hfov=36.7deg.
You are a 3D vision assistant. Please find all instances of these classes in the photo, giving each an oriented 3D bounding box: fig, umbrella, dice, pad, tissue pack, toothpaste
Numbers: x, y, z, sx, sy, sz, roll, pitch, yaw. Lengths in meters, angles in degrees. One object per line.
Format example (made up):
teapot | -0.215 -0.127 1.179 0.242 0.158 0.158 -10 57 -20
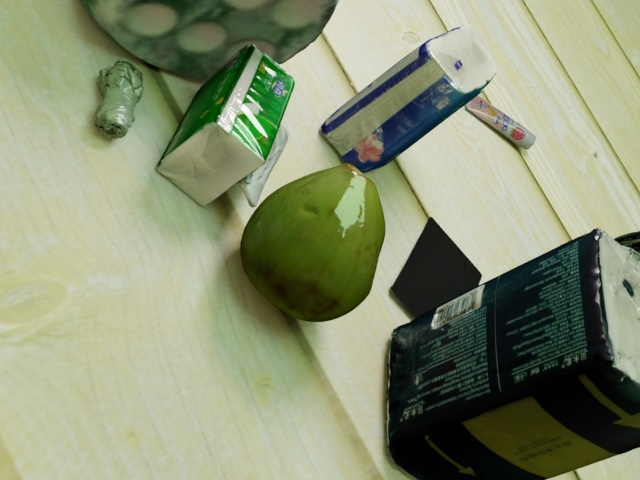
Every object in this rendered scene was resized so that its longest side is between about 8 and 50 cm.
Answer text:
fig | -0.001 0.009 1.386 0.207 0.230 0.207 27 45 -32
umbrella | -0.290 -0.207 1.385 0.067 0.062 0.143 5 55 -9
dice | -0.167 -0.465 1.476 0.328 0.330 0.348 12 53 -40
pad | 0.214 0.077 1.749 0.159 0.009 0.265 48 37 -9
tissue pack | 0.161 -0.246 1.716 0.137 0.269 0.209 57 35 -1
tissue pack | -0.119 -0.159 1.452 0.156 0.148 0.209 39 40 -19
toothpaste | 0.404 -0.272 2.182 0.194 0.043 0.067 31 46 -20
tissue pack | 0.320 0.196 1.438 0.253 0.416 0.264 31 44 -28

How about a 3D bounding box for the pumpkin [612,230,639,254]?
pumpkin | 0.644 0.139 2.003 0.296 0.296 0.296 27 46 -32
